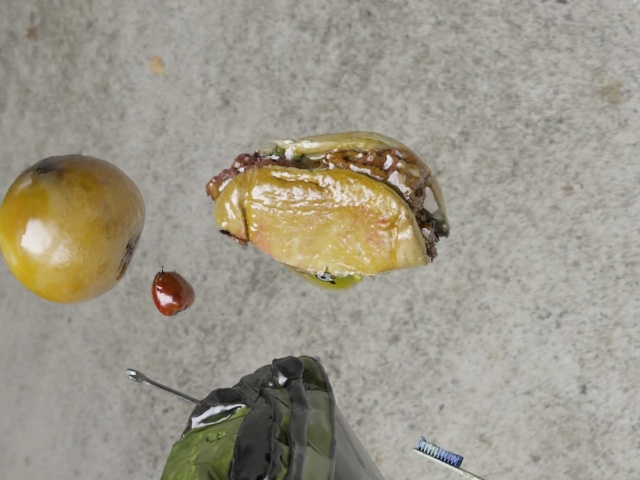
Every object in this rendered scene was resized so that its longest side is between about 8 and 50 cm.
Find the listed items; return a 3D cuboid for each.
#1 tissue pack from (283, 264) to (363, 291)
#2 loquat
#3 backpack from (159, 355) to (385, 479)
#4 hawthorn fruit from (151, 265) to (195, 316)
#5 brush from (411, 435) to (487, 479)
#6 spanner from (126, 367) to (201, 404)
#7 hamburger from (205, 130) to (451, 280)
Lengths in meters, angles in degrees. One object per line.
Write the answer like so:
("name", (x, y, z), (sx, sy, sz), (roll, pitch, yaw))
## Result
("tissue pack", (0.000, 0.000, 1.503), (0.127, 0.178, 0.123), (4, 63, 46))
("loquat", (-0.430, -0.019, 1.694), (0.263, 0.263, 0.263), (9, 103, 41))
("backpack", (-0.018, 0.195, 0.645), (0.140, 0.253, 0.207), (-37, 94, 13))
("hawthorn fruit", (-0.288, 0.095, 1.859), (0.081, 0.081, 0.093), (-33, 84, 41))
("brush", (0.219, 0.341, 1.442), (0.178, 0.033, 0.030), (20, 74, 32))
("spanner", (-0.307, 0.335, 2.098), (0.254, 0.054, 0.015), (23, 97, 0))
("hamburger", (0.022, -0.050, 1.257), (0.282, 0.155, 0.245), (41, 119, -10))
